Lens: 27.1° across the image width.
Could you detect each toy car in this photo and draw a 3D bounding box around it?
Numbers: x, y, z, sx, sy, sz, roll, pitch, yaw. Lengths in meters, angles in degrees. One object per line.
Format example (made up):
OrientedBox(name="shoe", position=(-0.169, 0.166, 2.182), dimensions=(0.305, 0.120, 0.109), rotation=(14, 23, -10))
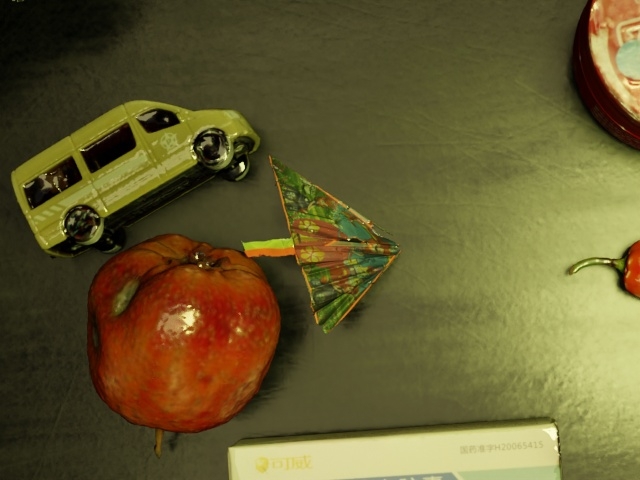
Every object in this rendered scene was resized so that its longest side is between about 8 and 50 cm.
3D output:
OrientedBox(name="toy car", position=(-0.196, -0.082, 1.415), dimensions=(0.257, 0.101, 0.124), rotation=(-30, 80, 5))

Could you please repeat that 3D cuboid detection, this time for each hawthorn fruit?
OrientedBox(name="hawthorn fruit", position=(-0.150, 0.123, 1.359), dimensions=(0.207, 0.207, 0.243), rotation=(17, 110, 7))

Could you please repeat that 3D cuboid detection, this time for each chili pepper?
OrientedBox(name="chili pepper", position=(0.393, 0.032, 1.365), dimensions=(0.272, 0.063, 0.071), rotation=(1, 99, 4))

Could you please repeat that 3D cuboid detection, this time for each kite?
OrientedBox(name="kite", position=(0.000, 0.000, 1.395), dimensions=(0.183, 0.014, 0.241), rotation=(-3, 53, -27))

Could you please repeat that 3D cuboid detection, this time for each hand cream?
OrientedBox(name="hand cream", position=(0.369, -0.197, 1.337), dimensions=(0.230, 0.149, 0.230), rotation=(-1, 84, 5))

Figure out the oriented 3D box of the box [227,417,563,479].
OrientedBox(name="box", position=(0.082, 0.296, 1.377), dimensions=(0.343, 0.065, 0.200), rotation=(-5, 86, 6))
